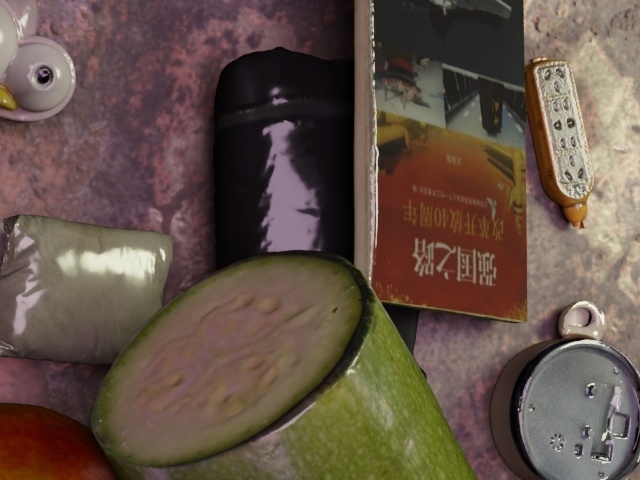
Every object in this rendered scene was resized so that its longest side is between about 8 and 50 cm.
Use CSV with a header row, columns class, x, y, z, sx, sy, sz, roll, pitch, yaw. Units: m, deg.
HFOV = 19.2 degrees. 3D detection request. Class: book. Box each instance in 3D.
class,x,y,z,sx,sy,sz,roll,pitch,yaw
book,0.116,-0.117,1.767,0.262,0.028,0.374,10,77,-52

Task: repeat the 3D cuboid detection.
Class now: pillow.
class,x,y,z,sx,sy,sz,roll,pitch,yaw
pillow,-0.215,0.049,1.671,0.181,0.078,0.134,7,93,-38

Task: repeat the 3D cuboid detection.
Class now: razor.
class,x,y,z,sx,sy,sz,roll,pitch,yaw
razor,0.001,-0.001,1.753,0.204,0.113,0.349,0,85,-21

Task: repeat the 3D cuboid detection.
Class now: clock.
class,x,y,z,sx,sy,sz,roll,pitch,yaw
clock,0.248,0.171,1.843,0.156,0.063,0.229,15,82,-15

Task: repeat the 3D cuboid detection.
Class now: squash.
class,x,y,z,sx,sy,sz,roll,pitch,yaw
squash,0.007,0.234,1.594,0.263,0.263,0.384,-39,121,-17

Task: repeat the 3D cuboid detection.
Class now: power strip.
class,x,y,z,sx,sy,sz,roll,pitch,yaw
power strip,0.240,-0.098,1.882,0.049,0.028,0.178,-11,89,-19

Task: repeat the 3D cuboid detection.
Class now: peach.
class,x,y,z,sx,sy,sz,roll,pitch,yaw
peach,-0.268,0.240,1.586,0.231,0.231,0.231,2,85,-18

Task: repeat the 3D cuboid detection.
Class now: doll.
class,x,y,z,sx,sy,sz,roll,pitch,yaw
doll,-0.321,-0.079,1.668,0.160,0.094,0.365,23,79,-17
